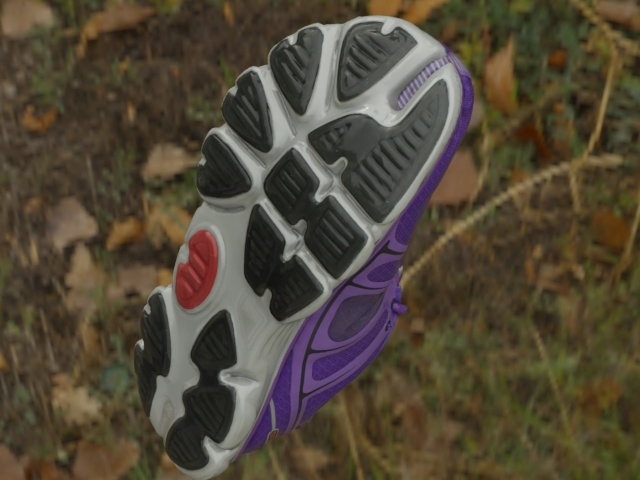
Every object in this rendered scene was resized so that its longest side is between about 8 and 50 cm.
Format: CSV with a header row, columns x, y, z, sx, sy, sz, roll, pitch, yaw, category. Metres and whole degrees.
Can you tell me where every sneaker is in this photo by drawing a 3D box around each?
x,y,z,sx,sy,sz,roll,pitch,yaw,category
0.000,0.000,0.544,0.071,0.170,0.068,-12,57,-39,sneaker
